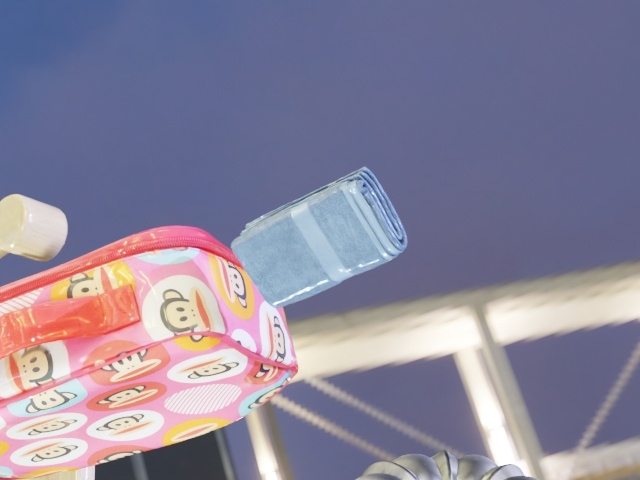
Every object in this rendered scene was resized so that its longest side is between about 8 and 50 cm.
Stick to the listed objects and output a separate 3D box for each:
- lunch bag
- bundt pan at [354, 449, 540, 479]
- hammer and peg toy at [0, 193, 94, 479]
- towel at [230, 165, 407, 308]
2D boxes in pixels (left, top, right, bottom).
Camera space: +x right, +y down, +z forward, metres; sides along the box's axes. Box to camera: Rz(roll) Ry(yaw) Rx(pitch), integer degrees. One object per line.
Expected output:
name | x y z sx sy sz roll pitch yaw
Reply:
lunch bag | -0.185 0.093 1.322 0.293 0.120 0.258 -20 -19 14
bundt pan | 0.161 0.359 2.081 0.331 0.331 0.124 -6 -68 -21
hammer and peg toy | -0.312 0.154 1.723 0.127 0.361 0.266 16 -25 -42
towel | 0.000 0.000 1.194 0.119 0.067 0.029 -25 9 29
